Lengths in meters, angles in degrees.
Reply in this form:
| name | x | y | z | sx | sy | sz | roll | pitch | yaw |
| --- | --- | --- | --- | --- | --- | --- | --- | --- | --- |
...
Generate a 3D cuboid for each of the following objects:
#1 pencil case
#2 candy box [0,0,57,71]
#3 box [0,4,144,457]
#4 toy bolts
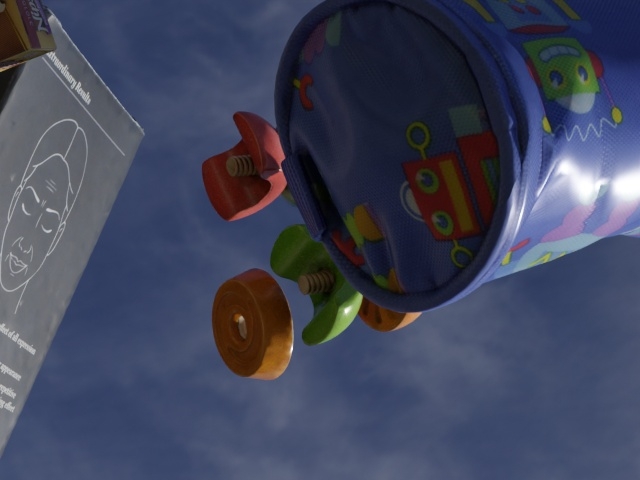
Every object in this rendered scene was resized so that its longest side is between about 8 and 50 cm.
| name | x | y | z | sx | sy | sz | roll | pitch | yaw |
| --- | --- | --- | --- | --- | --- | --- | --- | --- | --- |
| pencil case | 0.116 | -0.048 | 0.655 | 0.133 | 0.306 | 0.119 | -35 | -107 | 42 |
| candy box | -0.331 | -0.185 | 1.364 | 0.186 | 0.053 | 0.109 | -17 | -89 | 20 |
| box | -0.379 | -0.020 | 1.555 | 0.212 | 0.293 | 0.395 | 18 | -105 | 19 |
| toy bolts | 0.000 | 0.000 | 1.423 | 0.218 | 0.158 | 0.228 | -46 | -120 | 49 |
